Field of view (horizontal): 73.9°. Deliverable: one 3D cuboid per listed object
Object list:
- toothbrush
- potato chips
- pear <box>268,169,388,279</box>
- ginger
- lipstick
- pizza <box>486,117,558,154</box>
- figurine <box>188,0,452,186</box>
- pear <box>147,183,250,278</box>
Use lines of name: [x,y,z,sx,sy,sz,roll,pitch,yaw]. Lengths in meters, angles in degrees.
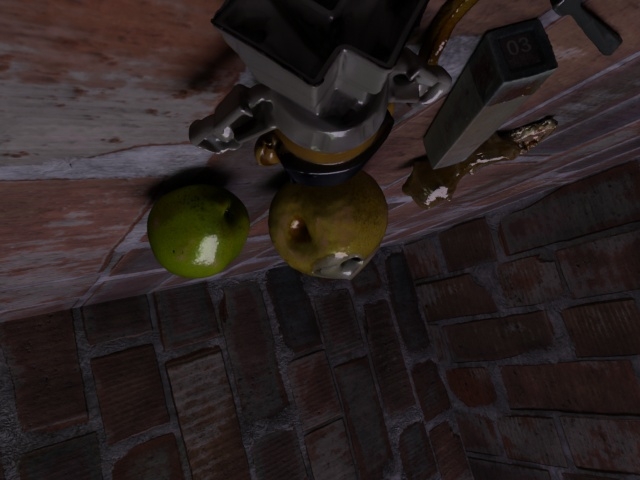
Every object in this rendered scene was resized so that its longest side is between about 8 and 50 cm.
toothbrush: [0.364,-0.292,0.573,0.297,0.030,0.030,-9,161,-45]
potato chips: [0.156,-0.250,0.454,0.026,0.037,0.204,-23,170,-22]
pear: [0.023,-0.048,0.940,0.271,0.271,0.271,-15,172,-2]
ginger: [0.343,-0.170,1.046,0.294,0.131,0.086,-20,-170,15]
lipstick: [0.258,-0.215,0.720,0.079,0.076,0.371,-17,172,-2]
pizza: [0.479,-0.241,1.071,0.195,0.052,0.185,-14,169,-5]
figurine: [0.003,-0.149,0.469,0.308,0.143,0.308,2,163,1]
pear: [-0.223,-0.025,0.802,0.187,0.187,0.219,-8,155,-43]
